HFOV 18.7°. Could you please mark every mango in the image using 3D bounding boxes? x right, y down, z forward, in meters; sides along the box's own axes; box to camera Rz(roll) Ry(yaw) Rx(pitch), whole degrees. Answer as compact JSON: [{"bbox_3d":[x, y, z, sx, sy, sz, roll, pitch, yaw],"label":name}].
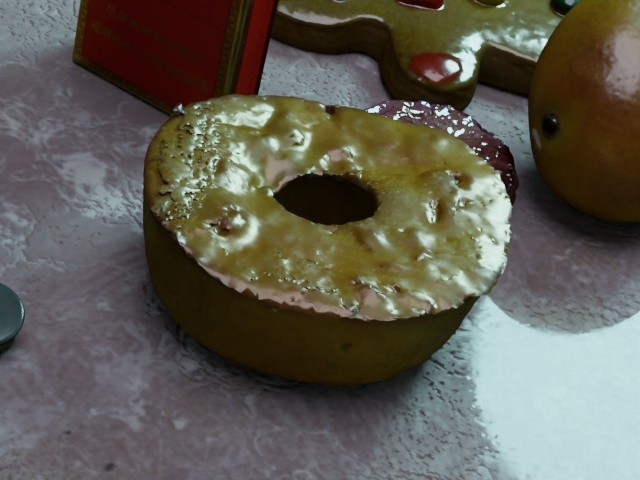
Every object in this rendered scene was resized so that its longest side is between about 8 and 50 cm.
[{"bbox_3d":[0.270,-0.133,1.625,0.175,0.139,0.254,45,61,-19],"label":"mango"}]

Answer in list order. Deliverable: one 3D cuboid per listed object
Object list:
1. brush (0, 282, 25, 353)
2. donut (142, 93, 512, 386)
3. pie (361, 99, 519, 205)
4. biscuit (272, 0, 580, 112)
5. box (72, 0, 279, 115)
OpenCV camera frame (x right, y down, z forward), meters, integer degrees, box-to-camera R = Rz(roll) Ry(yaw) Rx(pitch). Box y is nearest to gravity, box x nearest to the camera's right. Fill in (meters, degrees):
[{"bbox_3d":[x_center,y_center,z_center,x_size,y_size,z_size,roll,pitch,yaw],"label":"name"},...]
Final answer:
[{"bbox_3d":[-0.254,0.124,1.286,0.062,0.027,0.266,14,44,-2],"label":"brush"},{"bbox_3d":[-0.003,-0.001,1.441,0.277,0.108,0.278,9,40,-8],"label":"donut"},{"bbox_3d":[0.089,-0.062,1.598,0.154,0.036,0.154,9,40,-8],"label":"pie"},{"bbox_3d":[0.128,-0.214,1.765,0.432,0.064,0.283,12,40,-6],"label":"biscuit"},{"bbox_3d":[-0.109,-0.216,1.550,0.153,0.240,0.074,32,46,18],"label":"box"}]
